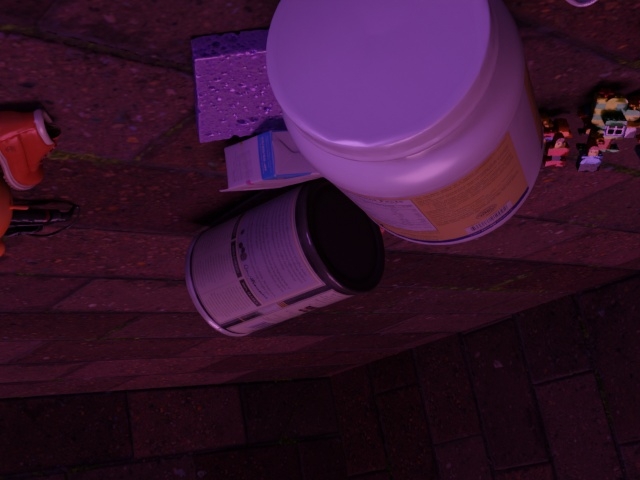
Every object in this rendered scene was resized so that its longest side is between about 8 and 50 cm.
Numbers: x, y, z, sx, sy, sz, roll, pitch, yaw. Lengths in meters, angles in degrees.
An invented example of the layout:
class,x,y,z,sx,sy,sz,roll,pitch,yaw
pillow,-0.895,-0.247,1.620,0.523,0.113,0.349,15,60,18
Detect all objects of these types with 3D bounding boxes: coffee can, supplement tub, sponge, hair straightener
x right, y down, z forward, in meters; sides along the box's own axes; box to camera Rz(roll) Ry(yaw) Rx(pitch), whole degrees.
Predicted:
class,x,y,z,sx,sy,sz,roll,pitch,yaw
coffee can,-0.062,0.030,1.407,0.275,0.202,0.201,-22,160,35
supplement tub,0.099,-0.140,0.880,0.241,0.241,0.331,-16,162,15
sponge,-0.090,-0.179,0.997,0.117,0.031,0.210,-8,164,-9
hair straightener,-0.470,-0.031,1.240,0.230,0.047,0.089,-6,164,-31

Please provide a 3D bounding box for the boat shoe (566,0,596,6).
class,x,y,z,sx,sy,sz,roll,pitch,yaw
boat shoe,0.231,-0.292,0.735,0.095,0.084,0.258,-16,163,17

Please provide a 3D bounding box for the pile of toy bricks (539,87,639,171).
class,x,y,z,sx,sy,sz,roll,pitch,yaw
pile of toy bricks,0.417,-0.177,1.241,0.212,0.118,0.105,-1,130,-3

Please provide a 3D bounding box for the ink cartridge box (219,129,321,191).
class,x,y,z,sx,sy,sz,roll,pitch,yaw
ink cartridge box,-0.061,-0.107,1.145,0.104,0.062,0.181,-6,179,-31

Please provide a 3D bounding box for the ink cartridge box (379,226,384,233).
class,x,y,z,sx,sy,sz,roll,pitch,yaw
ink cartridge box,0.092,-0.037,1.474,0.063,0.029,0.115,10,113,-50

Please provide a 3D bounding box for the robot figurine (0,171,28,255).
class,x,y,z,sx,sy,sz,roll,pitch,yaw
robot figurine,-0.479,-0.034,1.057,0.219,0.158,0.128,-17,-176,18

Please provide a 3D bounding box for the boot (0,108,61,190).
class,x,y,z,sx,sy,sz,roll,pitch,yaw
boot,-0.349,-0.109,1.022,0.084,0.059,0.158,-14,163,-7
